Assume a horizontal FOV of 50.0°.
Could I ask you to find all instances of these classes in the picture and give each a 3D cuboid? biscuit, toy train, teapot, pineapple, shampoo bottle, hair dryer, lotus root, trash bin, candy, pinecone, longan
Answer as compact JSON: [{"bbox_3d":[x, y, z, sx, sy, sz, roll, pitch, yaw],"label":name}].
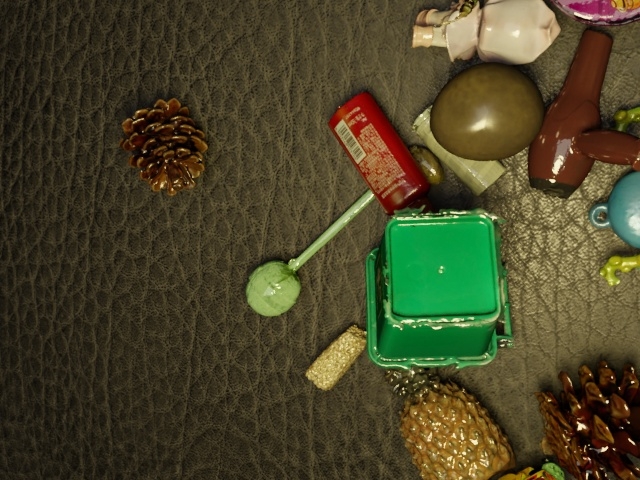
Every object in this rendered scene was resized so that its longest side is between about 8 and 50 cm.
[{"bbox_3d":[0.041,0.260,1.532,0.070,0.082,0.168,41,108,7],"label":"biscuit"},{"bbox_3d":[0.383,0.539,1.380,0.100,0.160,0.296,37,131,-4],"label":"toy train"},{"bbox_3d":[0.286,-0.196,1.382,0.107,0.077,0.200,-43,83,-5],"label":"teapot"},{"bbox_3d":[0.241,0.349,1.435,0.202,0.202,0.362,-35,73,20],"label":"pineapple"},{"bbox_3d":[0.137,-0.152,1.412,0.118,0.076,0.314,-39,76,28],"label":"shampoo bottle"},{"bbox_3d":[0.505,-0.209,1.185,0.123,0.340,0.312,15,99,-18],"label":"hair dryer"},{"bbox_3d":[0.219,-0.159,1.420,0.049,0.054,0.099,-33,83,1],"label":"lotus root"},{"bbox_3d":[0.228,0.097,1.259,0.295,0.381,0.259,-2,75,5],"label":"trash bin"},{"bbox_3d":[0.000,0.000,1.508,0.440,0.119,0.119,-45,83,12],"label":"candy"},{"bbox_3d":[-0.343,-0.201,1.546,0.212,0.169,0.185,48,125,20],"label":"pinecone"},{"bbox_3d":[0.308,-0.237,1.265,0.213,0.198,0.198,-7,98,-15],"label":"longan"},{"bbox_3d":[0.540,0.342,1.295,0.264,0.264,0.264,3,99,18],"label":"pinecone"}]

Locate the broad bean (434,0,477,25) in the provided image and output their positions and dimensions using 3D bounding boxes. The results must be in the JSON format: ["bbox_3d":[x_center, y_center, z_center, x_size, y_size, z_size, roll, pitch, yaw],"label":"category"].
[{"bbox_3d":[0.243,-0.534,1.282,0.098,0.056,0.318,-5,60,7],"label":"broad bean"}]

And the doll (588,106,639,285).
[{"bbox_3d":[0.667,-0.085,1.264,0.341,0.099,0.346,-10,88,11],"label":"doll"}]

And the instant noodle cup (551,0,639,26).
[{"bbox_3d":[0.506,-0.488,1.197,0.251,0.190,0.251,3,99,18],"label":"instant noodle cup"}]

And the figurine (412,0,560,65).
[{"bbox_3d":[0.313,-0.403,1.306,0.276,0.133,0.200,6,107,18],"label":"figurine"}]
